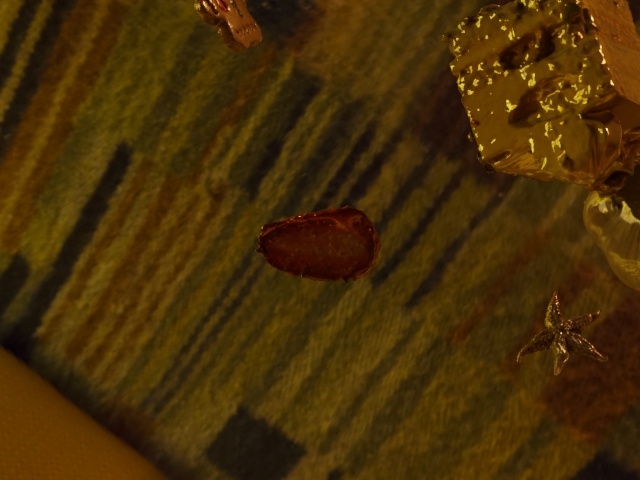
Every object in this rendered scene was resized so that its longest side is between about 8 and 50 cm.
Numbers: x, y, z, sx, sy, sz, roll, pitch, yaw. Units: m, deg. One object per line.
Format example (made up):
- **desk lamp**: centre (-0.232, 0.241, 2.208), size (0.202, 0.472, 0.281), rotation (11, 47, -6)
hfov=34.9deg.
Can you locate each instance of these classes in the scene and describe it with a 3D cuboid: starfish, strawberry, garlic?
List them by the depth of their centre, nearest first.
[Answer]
- **starfish**: centre (0.222, 0.088, 0.951), size (0.092, 0.086, 0.016), rotation (-24, 138, 0)
- **strawberry**: centre (0.000, 0.000, 1.564), size (0.188, 0.082, 0.121), rotation (6, 99, 6)
- **garlic**: centre (0.566, -0.050, 1.577), size (0.322, 0.322, 0.241), rotation (-25, 117, 25)

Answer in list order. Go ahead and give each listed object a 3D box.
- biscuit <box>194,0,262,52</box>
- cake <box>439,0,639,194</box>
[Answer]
- **biscuit**: centre (-0.179, -0.419, 1.710), size (0.036, 0.166, 0.225), rotation (-32, 97, 27)
- **cake**: centre (0.340, -0.195, 1.432), size (0.222, 0.227, 0.286), rotation (-27, 72, 36)
